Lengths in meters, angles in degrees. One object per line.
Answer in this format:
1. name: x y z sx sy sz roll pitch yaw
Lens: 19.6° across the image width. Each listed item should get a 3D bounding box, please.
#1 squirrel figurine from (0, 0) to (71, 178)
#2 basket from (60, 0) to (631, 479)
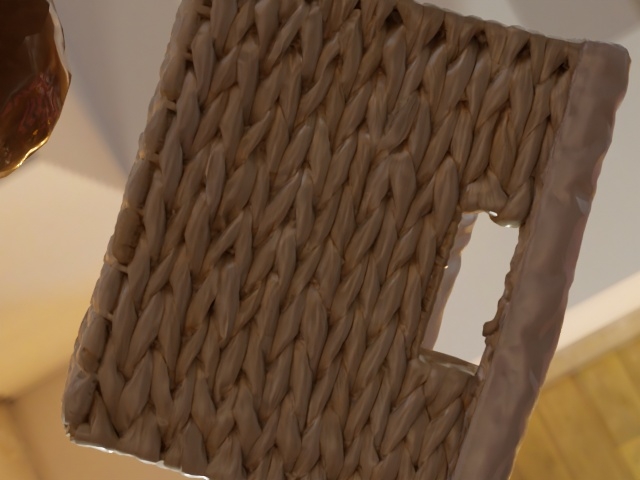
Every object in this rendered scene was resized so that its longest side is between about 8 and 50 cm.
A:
1. squirrel figurine: -0.256 -0.088 0.406 0.370 0.397 0.281 -101 1 -48
2. basket: 0.000 0.000 1.203 0.266 0.328 0.331 17 -179 -6
